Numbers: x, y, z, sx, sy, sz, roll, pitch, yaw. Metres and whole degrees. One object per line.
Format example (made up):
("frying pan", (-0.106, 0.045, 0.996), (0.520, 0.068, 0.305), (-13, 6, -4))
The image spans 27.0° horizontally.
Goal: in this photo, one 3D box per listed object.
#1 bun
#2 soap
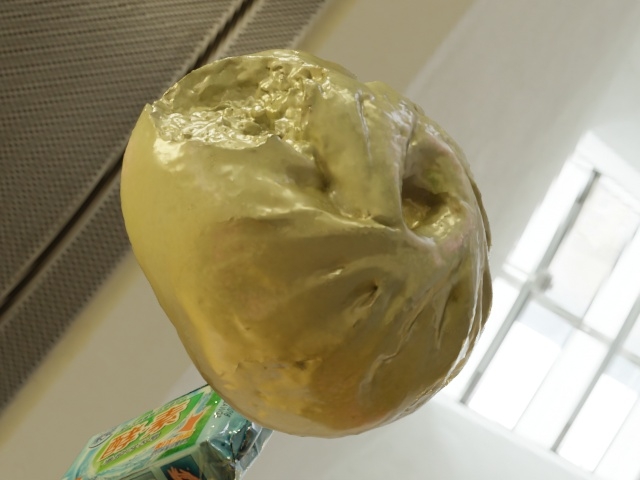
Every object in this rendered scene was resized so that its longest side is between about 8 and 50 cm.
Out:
("bun", (0.005, -0.009, 0.620), (0.193, 0.128, 0.178), (51, -142, -30))
("soap", (-0.169, 0.236, 1.423), (0.293, 0.156, 0.077), (-26, -75, 25))
